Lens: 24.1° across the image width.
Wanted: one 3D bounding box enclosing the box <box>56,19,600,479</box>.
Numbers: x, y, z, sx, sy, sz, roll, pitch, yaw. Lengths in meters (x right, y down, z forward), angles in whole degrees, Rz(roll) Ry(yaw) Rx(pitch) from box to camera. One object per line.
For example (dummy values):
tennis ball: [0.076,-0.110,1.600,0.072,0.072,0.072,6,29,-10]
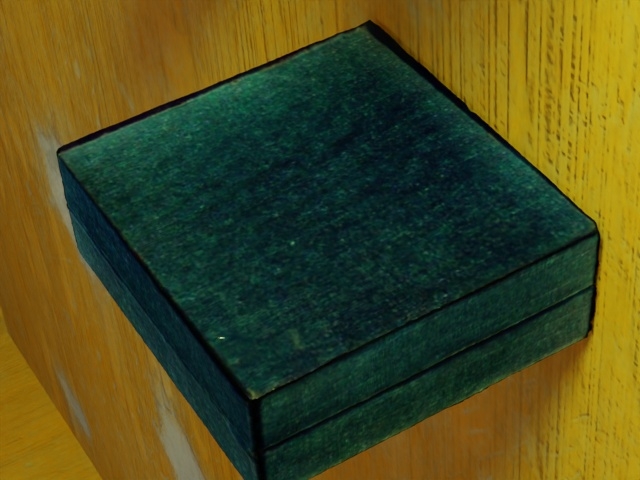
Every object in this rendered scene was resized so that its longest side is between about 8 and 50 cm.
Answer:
box: [0.000,0.000,1.017,0.279,0.261,0.116,49,155,39]
